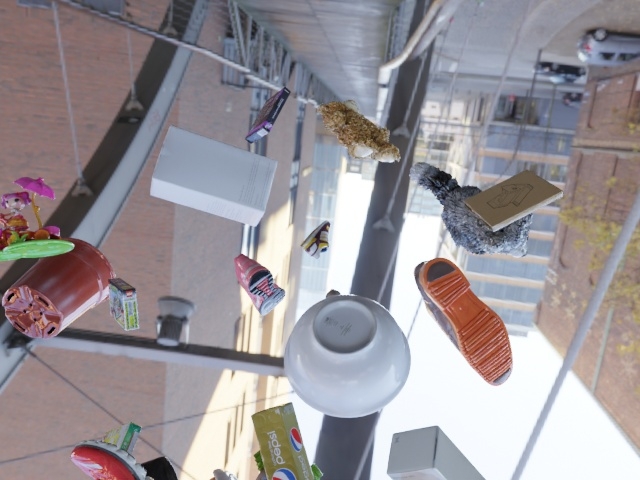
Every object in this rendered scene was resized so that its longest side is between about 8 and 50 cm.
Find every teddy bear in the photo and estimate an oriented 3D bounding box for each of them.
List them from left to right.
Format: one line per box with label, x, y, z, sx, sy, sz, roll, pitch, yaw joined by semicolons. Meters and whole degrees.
teddy bear;0.117;-0.339;1.599;0.245;0.113;0.338;12;-152;-15

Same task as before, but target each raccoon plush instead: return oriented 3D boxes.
raccoon plush;0.459;-0.094;1.670;0.447;0.216;0.299;28;-177;8

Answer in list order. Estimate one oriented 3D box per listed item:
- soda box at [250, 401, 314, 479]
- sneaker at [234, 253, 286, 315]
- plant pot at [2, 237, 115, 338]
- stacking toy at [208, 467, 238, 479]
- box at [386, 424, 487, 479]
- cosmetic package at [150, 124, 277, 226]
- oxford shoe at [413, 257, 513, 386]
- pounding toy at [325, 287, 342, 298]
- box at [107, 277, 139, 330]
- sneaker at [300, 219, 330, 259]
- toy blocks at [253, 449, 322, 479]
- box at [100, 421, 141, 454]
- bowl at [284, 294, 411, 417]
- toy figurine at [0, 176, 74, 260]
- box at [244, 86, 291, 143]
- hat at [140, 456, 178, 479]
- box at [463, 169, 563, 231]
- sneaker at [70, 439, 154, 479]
soda box;-0.060;0.379;0.910;0.061;0.181;0.058;-22;164;17
sneaker;-0.211;0.141;1.780;0.116;0.313;0.136;-38;-119;-16
plant pot;-0.875;0.169;1.745;0.273;0.272;0.265;8;-152;8
stacking toy;-0.379;0.856;1.351;0.480;0.350;0.351;-23;-157;-20
box;0.318;0.626;1.365;0.148;0.311;0.121;-26;-154;34
cosmetic package;-0.365;-0.216;1.807;0.385;0.217;0.156;18;157;-12
oxford shoe;0.359;0.200;1.330;0.130;0.363;0.133;-31;-177;-13
pounding toy;0.021;0.273;1.639;0.110;0.236;0.183;30;177;5
box;-0.560;0.176;1.490;0.036;0.114;0.207;-7;-172;-31
sneaker;0.000;0.000;1.861;0.084;0.069;0.185;46;-138;-4
toy blocks;-0.080;0.827;1.599;0.381;0.191;0.261;51;-174;5
box;-0.588;0.590;1.495;0.179;0.043;0.105;-28;-146;34
bowl;0.057;0.225;1.172;0.298;0.134;0.297;-2;-132;3
toy figurine;-0.610;-0.051;1.088;0.173;0.159;0.130;-12;170;1
box;-0.155;-0.370;1.558;0.029;0.162;0.116;34;156;-25
hat;-0.540;0.820;1.753;0.134;0.331;0.331;-23;-157;-21
box;0.505;-0.111;1.396;0.201;0.021;0.164;-27;-148;1
sneaker;-0.387;0.499;1.016;0.279;0.107;0.118;38;-137;6
